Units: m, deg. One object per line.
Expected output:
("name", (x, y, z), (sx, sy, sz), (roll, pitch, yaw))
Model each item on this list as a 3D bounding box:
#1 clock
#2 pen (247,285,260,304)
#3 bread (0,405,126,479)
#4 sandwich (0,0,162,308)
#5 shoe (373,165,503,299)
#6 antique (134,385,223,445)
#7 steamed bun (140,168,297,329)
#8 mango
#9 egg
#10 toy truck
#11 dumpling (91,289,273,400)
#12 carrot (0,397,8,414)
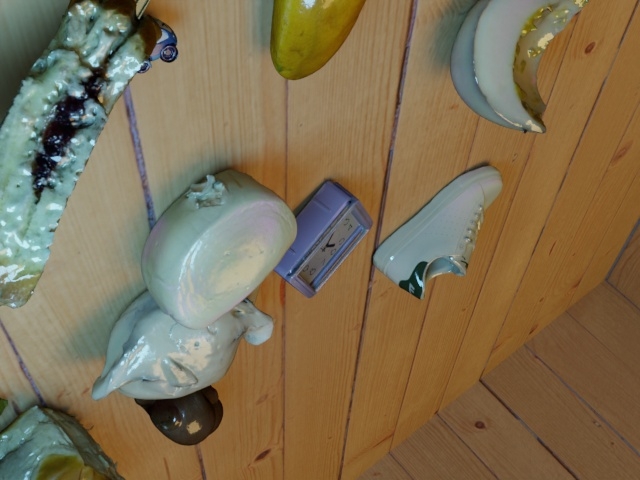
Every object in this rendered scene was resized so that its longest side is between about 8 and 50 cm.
("clock", (-0.001, -0.001, 1.648), (0.193, 0.073, 0.144), (-50, 157, -3))
("pen", (-0.118, 0.068, 1.661), (0.026, 0.026, 0.218), (-25, 149, -36))
("bread", (-0.455, 0.412, 1.448), (0.250, 0.225, 0.279), (-42, 157, -8))
("sandwich", (-0.263, -0.106, 0.901), (0.254, 0.100, 0.288), (-51, -160, 30))
("shoe", (0.299, -0.014, 2.009), (0.363, 0.160, 0.131), (-38, 157, -12))
("antique", (-0.247, 0.308, 1.675), (0.121, 0.143, 0.257), (-42, 170, -9))
("steamed bun", (-0.166, -0.002, 1.327), (0.239, 0.170, 0.152), (-44, 133, -6))
("mango", (-0.006, -0.301, 1.154), (0.227, 0.109, 0.147), (-62, 174, 33))
("egg", (0.309, -0.321, 1.546), (0.206, 0.162, 0.271), (7, 95, -21))
("toy truck", (-0.201, -0.241, 1.020), (0.073, 0.056, 0.090), (-27, 138, -21))
("dumpling", (-0.250, 0.159, 1.498), (0.318, 0.187, 0.243), (-18, -175, -29))
("carrot", (-0.589, 0.286, 1.239), (0.359, 0.074, 0.074), (-19, 146, -47))
